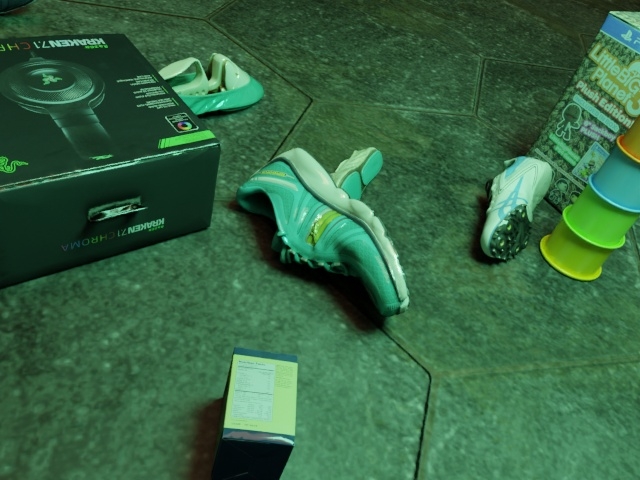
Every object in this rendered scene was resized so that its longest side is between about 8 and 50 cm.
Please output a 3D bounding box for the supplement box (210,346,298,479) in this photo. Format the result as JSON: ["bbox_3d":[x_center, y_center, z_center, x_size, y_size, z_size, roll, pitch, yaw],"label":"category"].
[{"bbox_3d":[-0.055,0.150,0.468,0.056,0.083,0.083,11,42,-10],"label":"supplement box"}]

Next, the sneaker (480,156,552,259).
[{"bbox_3d":[0.276,-0.050,0.822,0.086,0.085,0.237,9,37,31],"label":"sneaker"}]

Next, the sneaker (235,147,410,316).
[{"bbox_3d":[0.000,0.000,0.665,0.110,0.107,0.275,-32,54,-20],"label":"sneaker"}]

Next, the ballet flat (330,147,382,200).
[{"bbox_3d":[0.039,-0.086,0.797,0.053,0.057,0.168,5,30,27],"label":"ballet flat"}]

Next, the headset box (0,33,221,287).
[{"bbox_3d":[-0.283,-0.104,0.629,0.247,0.131,0.283,-19,53,-34],"label":"headset box"}]

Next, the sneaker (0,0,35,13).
[{"bbox_3d":[-0.571,-0.369,0.839,0.283,0.099,0.153,-11,43,-20],"label":"sneaker"}]

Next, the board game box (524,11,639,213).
[{"bbox_3d":[0.502,-0.197,0.893,0.232,0.290,0.141,-12,50,-31],"label":"board game box"}]

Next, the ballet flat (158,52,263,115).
[{"bbox_3d":[-0.174,-0.238,0.849,0.083,0.087,0.247,39,45,23],"label":"ballet flat"}]

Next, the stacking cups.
[{"bbox_3d":[0.410,-0.086,0.720,0.096,0.316,0.096,12,40,-10],"label":"stacking cups"}]
